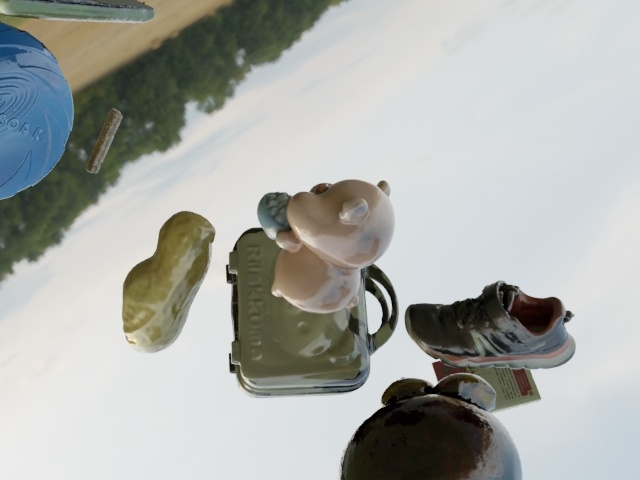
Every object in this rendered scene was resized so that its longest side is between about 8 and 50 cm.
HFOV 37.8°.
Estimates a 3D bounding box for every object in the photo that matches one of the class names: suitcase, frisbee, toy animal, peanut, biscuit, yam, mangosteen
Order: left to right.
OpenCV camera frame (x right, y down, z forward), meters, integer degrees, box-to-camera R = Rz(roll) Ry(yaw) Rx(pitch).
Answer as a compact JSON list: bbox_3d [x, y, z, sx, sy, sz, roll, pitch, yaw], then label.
[{"bbox_3d":[-0.438,-0.166,1.208,0.242,0.242,0.045,-35,-154,-14],"label":"frisbee"},{"bbox_3d":[-0.326,-0.304,1.190,0.322,0.099,0.038,-29,141,-65],"label":"biscuit"},{"bbox_3d":[-0.461,-0.212,1.993,0.145,0.032,0.032,-63,-171,13],"label":"yam"},{"bbox_3d":[-0.316,0.083,1.884,0.147,0.147,0.319,-86,-159,-72],"label":"peanut"},{"bbox_3d":[-0.014,0.134,1.861,0.339,0.351,0.194,0,161,-9],"label":"suitcase"},{"bbox_3d":[0.017,0.013,1.589,0.230,0.221,0.210,-8,-171,14],"label":"toy animal"},{"bbox_3d":[0.184,0.373,1.591,0.307,0.307,0.347,-25,-143,23],"label":"mangosteen"}]

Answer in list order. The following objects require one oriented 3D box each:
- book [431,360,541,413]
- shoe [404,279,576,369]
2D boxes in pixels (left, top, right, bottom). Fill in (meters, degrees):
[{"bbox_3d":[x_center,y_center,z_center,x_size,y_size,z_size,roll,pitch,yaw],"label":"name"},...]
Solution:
[{"bbox_3d":[0.405,0.345,2.294,0.232,0.162,0.022,-13,152,-6],"label":"book"},{"bbox_3d":[0.285,0.137,1.570,0.291,0.137,0.114,4,-139,8],"label":"shoe"}]
